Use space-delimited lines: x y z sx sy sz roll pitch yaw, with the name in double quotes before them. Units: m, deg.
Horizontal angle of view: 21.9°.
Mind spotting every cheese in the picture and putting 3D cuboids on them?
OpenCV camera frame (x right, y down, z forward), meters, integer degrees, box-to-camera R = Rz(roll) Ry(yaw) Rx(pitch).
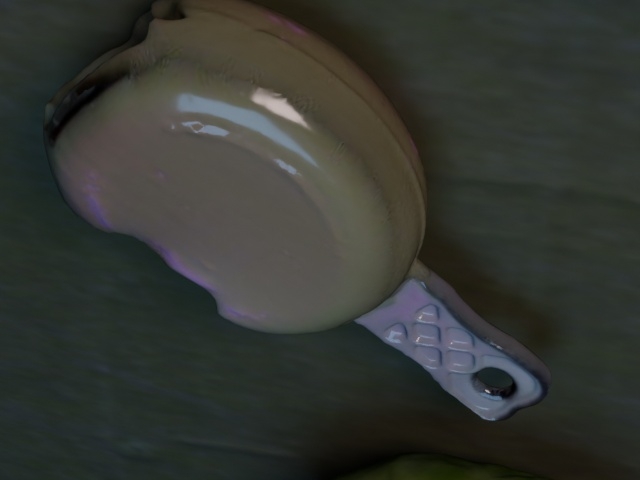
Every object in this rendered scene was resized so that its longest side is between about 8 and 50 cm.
"cheese" 0.000 0.000 0.810 0.286 0.082 0.163 42 134 -20

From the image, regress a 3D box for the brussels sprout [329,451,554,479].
"brussels sprout" 0.072 0.228 0.918 0.244 0.244 0.244 12 135 12
